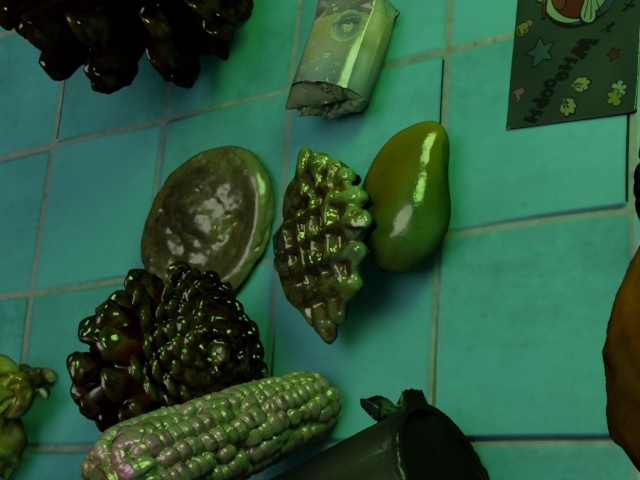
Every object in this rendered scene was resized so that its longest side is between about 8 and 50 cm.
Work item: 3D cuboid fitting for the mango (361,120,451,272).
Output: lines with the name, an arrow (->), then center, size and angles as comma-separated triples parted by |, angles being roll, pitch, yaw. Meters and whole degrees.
mango -> 0.104, -0.050, 1.444 | 0.122, 0.085, 0.191 | -19, 54, 45

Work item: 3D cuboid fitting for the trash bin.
trash bin -> 0.027, 0.330, 1.286 | 0.301, 0.203, 0.252 | -33, 75, 23

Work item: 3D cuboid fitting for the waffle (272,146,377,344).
waffle -> -0.002, -0.001, 1.460 | 0.223, 0.054, 0.204 | 53, 130, 50

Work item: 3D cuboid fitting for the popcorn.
popcorn -> -0.509, 0.256, 1.751 | 0.163, 0.140, 0.194 | 33, 114, 31

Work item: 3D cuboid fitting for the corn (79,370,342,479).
corn -> -0.119, 0.228, 1.359 | 0.126, 0.335, 0.127 | 18, 117, 41

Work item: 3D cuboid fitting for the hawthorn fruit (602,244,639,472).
hawthorn fruit -> 0.423, 0.085, 0.894 | 0.471, 0.471, 0.472 | -14, 66, 34

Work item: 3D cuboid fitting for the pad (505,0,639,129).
pad -> 0.306, -0.256, 1.408 | 0.170, 0.006, 0.246 | -3, 71, 36

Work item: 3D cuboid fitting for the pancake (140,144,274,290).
pancake -> -0.165, -0.021, 1.657 | 0.241, 0.050, 0.242 | -14, 67, 35

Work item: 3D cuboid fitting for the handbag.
handbag -> 0.029, -0.239, 1.566 | 0.117, 0.095, 0.173 | 3, 68, 44

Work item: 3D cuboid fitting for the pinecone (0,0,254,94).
pinecone -> -0.286, -0.385, 1.664 | 0.397, 0.397, 0.398 | -14, 66, 34

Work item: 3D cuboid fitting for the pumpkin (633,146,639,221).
pumpkin -> 0.405, -0.057, 1.174 | 0.194, 0.150, 0.194 | -3, 78, 15

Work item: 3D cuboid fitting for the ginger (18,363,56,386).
ginger -> -0.444, 0.214, 1.801 | 0.097, 0.030, 0.048 | 3, 74, 40

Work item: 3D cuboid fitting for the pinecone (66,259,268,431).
pinecone -> -0.214, 0.158, 1.516 | 0.292, 0.246, 0.246 | -22, 61, 43
